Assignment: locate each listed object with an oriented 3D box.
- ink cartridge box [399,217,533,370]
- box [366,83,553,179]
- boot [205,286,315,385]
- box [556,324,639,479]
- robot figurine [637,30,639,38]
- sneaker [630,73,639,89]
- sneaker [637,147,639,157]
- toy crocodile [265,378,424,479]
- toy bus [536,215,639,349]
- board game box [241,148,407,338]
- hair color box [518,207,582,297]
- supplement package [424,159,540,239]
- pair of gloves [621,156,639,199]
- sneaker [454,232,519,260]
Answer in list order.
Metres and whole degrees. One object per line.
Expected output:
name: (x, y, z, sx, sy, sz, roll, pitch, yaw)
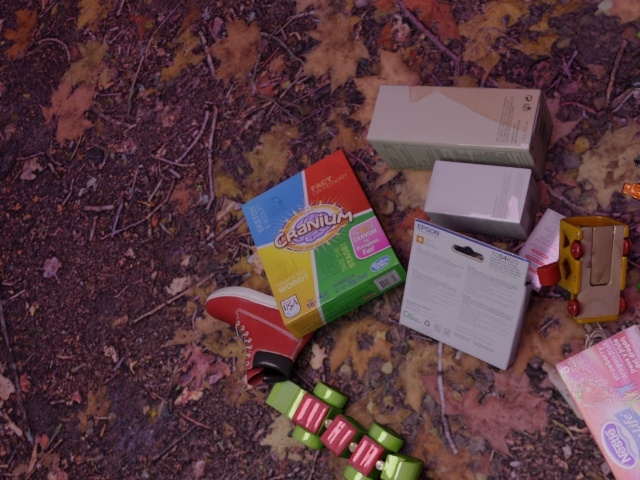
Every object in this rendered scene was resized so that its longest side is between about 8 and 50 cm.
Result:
ink cartridge box: (0.252, 0.086, 1.456, 0.223, 0.045, 0.224, 23, 123, 29)
box: (0.260, -0.204, 1.567, 0.311, 0.148, 0.121, 8, 75, 26)
boot: (-0.145, 0.188, 1.618, 0.244, 0.088, 0.176, 11, 52, 26)
box: (0.500, 0.300, 1.275, 0.142, 0.154, 0.300, -30, 63, 13)
robot figurine: (0.620, -0.367, 1.489, 0.115, 0.067, 0.101, -49, 15, -24)
sneaker: (0.598, -0.300, 1.504, 0.083, 0.035, 0.031, -22, 64, 17)
sneaker: (0.603, -0.184, 1.408, 0.136, 0.116, 0.314, -4, 71, 17)
toy crocodile: (0.037, 0.346, 1.502, 0.340, 0.105, 0.115, 31, 87, 30)
toy bus: (0.451, 0.055, 1.409, 0.202, 0.191, 0.104, -46, 17, 3)
board game box: (0.000, 0.000, 1.615, 0.242, 0.064, 0.316, -30, 51, 7)
hair color box: (0.398, 0.022, 1.482, 0.072, 0.043, 0.141, 33, 88, 31)
supplement package: (0.296, -0.074, 1.527, 0.179, 0.105, 0.105, 9, 77, 26)
pair of gloves: (0.574, -0.108, 1.463, 0.074, 0.010, 0.083, 22, 82, 29)
sneaker: (0.274, 0.021, 1.510, 0.192, 0.064, 0.086, -12, 50, 40)
